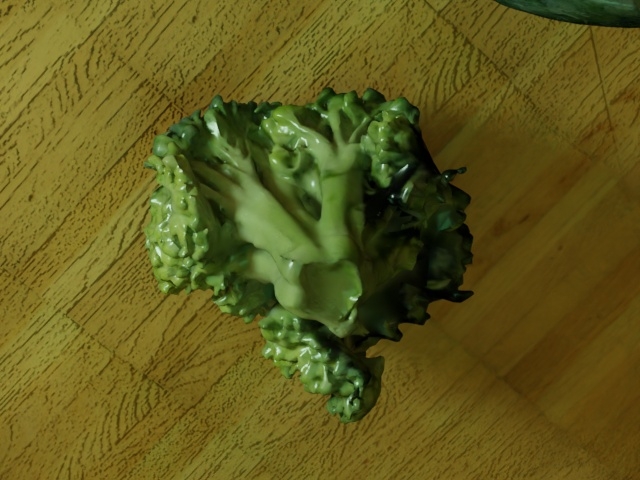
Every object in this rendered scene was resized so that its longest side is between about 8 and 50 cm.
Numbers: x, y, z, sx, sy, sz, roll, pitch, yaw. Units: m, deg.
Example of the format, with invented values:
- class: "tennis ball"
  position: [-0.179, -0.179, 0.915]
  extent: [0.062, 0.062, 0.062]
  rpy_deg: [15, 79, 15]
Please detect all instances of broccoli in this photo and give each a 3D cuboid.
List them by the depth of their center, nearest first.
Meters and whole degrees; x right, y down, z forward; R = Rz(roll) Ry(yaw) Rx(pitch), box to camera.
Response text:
- class: "broccoli"
  position: [-0.004, -0.010, 1.564]
  extent: [0.347, 0.281, 0.293]
  rpy_deg: [33, 104, -21]

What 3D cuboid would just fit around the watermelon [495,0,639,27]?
- class: "watermelon"
  position: [0.215, -0.346, 1.511]
  extent: [0.387, 0.228, 0.258]
  rpy_deg: [31, 96, -11]
